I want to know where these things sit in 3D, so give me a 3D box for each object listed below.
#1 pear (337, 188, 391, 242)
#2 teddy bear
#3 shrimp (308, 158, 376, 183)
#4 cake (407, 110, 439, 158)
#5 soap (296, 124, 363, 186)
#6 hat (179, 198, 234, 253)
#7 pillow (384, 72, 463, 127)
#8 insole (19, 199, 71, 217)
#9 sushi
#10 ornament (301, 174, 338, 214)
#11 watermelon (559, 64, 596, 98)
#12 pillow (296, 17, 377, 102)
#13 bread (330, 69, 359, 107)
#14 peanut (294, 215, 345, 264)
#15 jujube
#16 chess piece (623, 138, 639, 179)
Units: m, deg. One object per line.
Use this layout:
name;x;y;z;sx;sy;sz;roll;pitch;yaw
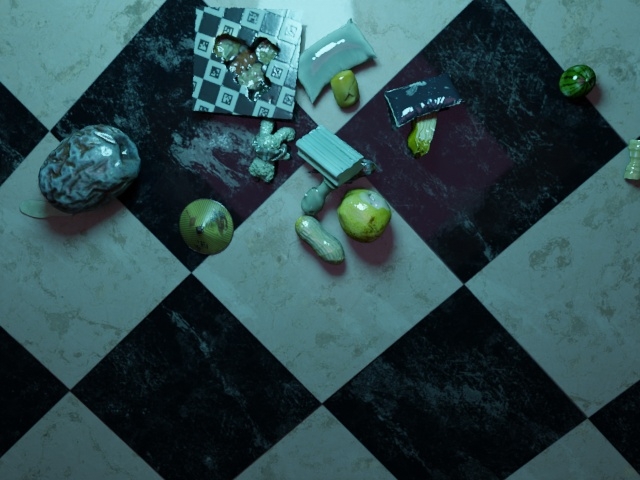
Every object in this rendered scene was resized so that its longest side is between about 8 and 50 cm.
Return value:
pear;0.135;-0.082;1.406;0.178;0.178;0.178;1;100;3
teddy bear;-0.165;-0.279;1.414;0.133;0.111;0.213;21;99;3
shrimp;0.065;-0.225;1.432;0.232;0.079;0.090;-3;115;11
cake;0.316;-0.348;1.379;0.079;0.116;0.185;22;105;1
soap;0.026;-0.263;1.371;0.114;0.063;0.198;-37;61;-16
hat;-0.391;-0.040;1.484;0.193;0.082;0.193;1;101;3
pillow;0.314;-0.439;1.368;0.208;0.055;0.141;-18;64;9
insole;-0.945;-0.108;1.536;0.192;0.010;0.063;2;100;3
sushi;-0.225;-0.549;1.396;0.339;0.069;0.320;6;99;8
ornament;-0.008;-0.145;1.426;0.081;0.075;0.156;15;138;-31
watermelon;0.773;-0.475;1.332;0.109;0.109;0.109;1;100;3
pillow;0.032;-0.552;1.370;0.254;0.078;0.144;-32;102;9
bread;0.080;-0.461;1.370;0.082;0.056;0.115;-21;140;-2
peanut;0.000;0.000;1.467;0.206;0.087;0.087;45;99;-4
jujube;-0.735;-0.221;1.410;0.317;0.226;0.226;-29;97;13
chess piece;0.987;-0.251;1.384;0.066;0.066;0.122;4;105;2
